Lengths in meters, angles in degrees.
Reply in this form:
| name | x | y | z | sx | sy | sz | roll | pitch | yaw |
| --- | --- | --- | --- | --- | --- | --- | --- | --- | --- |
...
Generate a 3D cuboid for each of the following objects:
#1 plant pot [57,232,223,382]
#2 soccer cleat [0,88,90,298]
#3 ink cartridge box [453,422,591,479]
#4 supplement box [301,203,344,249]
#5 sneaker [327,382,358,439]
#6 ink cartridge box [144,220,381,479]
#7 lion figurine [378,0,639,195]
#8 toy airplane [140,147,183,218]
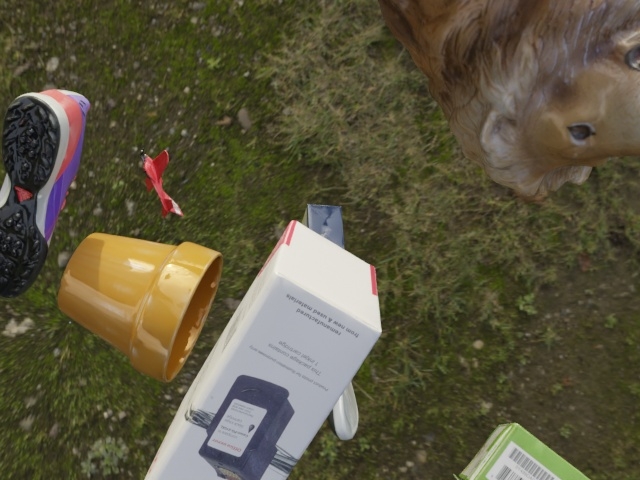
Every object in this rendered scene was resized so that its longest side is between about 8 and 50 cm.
| name | x | y | z | sx | sy | sz | roll | pitch | yaw |
| --- | --- | --- | --- | --- | --- | --- | --- | --- | --- |
| plant pot | -0.270 | 0.080 | 1.065 | 0.188 | 0.205 | 0.205 | 22 | 77 | 2 |
| soccer cleat | -0.395 | -0.060 | 1.009 | 0.108 | 0.116 | 0.318 | 26 | 114 | 6 |
| ink cartridge box | 0.278 | 0.333 | 0.932 | 0.189 | 0.255 | 0.097 | 37 | 81 | 13 |
| supplement box | 0.000 | 0.000 | 1.154 | 0.056 | 0.083 | 0.083 | 4 | 57 | -11 |
| sneaker | -0.022 | 0.263 | 1.316 | 0.147 | 0.296 | 0.104 | -18 | 123 | 3 |
| ink cartridge box | -0.050 | 0.121 | 0.643 | 0.100 | 0.172 | 0.237 | 30 | 104 | -5 |
| lion figurine | 0.025 | -0.179 | 0.292 | 0.392 | 0.142 | 0.240 | 23 | 118 | -18 |
| toy airplane | -0.308 | -0.106 | 1.372 | 0.028 | 0.151 | 0.151 | -26 | 93 | -33 |
